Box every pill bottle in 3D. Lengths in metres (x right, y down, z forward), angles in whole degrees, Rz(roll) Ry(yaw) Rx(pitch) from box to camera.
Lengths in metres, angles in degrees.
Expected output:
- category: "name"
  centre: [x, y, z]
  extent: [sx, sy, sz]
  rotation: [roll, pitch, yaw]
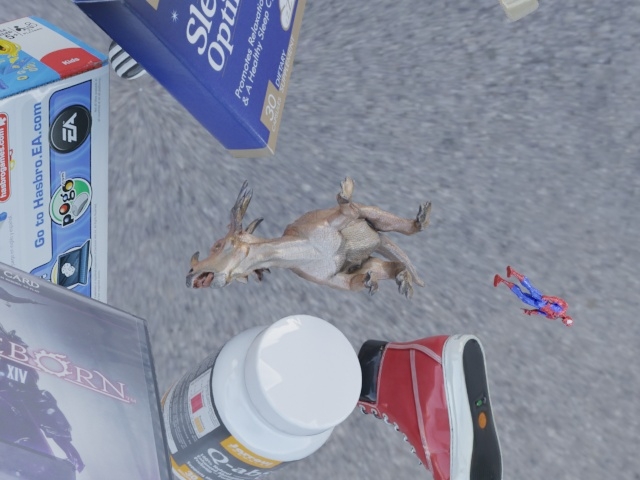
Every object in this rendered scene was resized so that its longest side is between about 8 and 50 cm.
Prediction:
- category: "pill bottle"
  centre: [-0.075, 0.193, 1.449]
  extent: [0.162, 0.278, 0.162]
  rotation: [12, 63, -25]

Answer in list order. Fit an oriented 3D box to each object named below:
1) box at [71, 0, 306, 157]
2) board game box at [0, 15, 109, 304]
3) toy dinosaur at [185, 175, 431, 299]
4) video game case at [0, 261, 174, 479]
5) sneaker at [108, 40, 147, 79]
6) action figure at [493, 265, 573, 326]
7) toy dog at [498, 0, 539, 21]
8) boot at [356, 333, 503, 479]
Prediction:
- category: "box"
  centre: [-0.074, -0.157, 0.715]
  extent: [0.036, 0.225, 0.136]
  rotation: [1, 69, 27]
- category: "board game box"
  centre: [-0.280, 0.043, 0.788]
  extent: [0.302, 0.086, 0.308]
  rotation: [-26, 137, -39]
- category: "toy dinosaur"
  centre: [0.000, 0.000, 1.412]
  extent: [0.295, 0.200, 0.127]
  rotation: [6, 86, -51]
- category: "video game case"
  centre: [-0.146, 0.071, 0.473]
  extent: [0.196, 0.274, 0.026]
  rotation: [24, 109, -23]
- category: "sneaker"
  centre: [-0.170, -0.292, 1.675]
  extent: [0.228, 0.132, 0.086]
  rotation: [-24, 85, 27]
- category: "action figure"
  centre: [0.262, 0.073, 1.489]
  extent: [0.115, 0.030, 0.038]
  rotation: [30, 128, -21]
- category: "toy dog"
  centre: [0.195, -0.370, 1.236]
  extent: [0.220, 0.334, 0.161]
  rotation: [-25, 66, -6]
- category: "boot"
  centre: [0.117, 0.236, 1.469]
  extent: [0.176, 0.088, 0.244]
  rotation: [-7, 90, 34]
